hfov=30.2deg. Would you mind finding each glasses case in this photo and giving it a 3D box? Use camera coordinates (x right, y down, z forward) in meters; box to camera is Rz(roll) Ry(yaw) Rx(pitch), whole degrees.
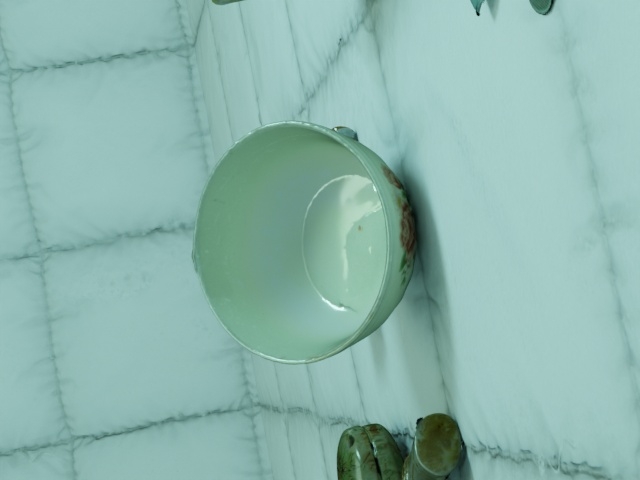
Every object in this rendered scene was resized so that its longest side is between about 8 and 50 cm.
[{"bbox_3d":[0.095,0.456,1.578,0.156,0.098,0.425,143,117,-84],"label":"glasses case"}]

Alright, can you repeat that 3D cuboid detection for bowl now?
[{"bbox_3d":[0.000,0.000,1.376,0.277,0.145,0.277,2,94,37],"label":"bowl"}]

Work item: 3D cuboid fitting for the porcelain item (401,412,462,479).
[{"bbox_3d":[0.122,0.277,1.381,0.213,0.054,0.084,96,180,-57],"label":"porcelain item"}]

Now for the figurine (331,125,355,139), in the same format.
[{"bbox_3d":[0.020,-0.051,1.524,0.147,0.094,0.197,113,147,-61],"label":"figurine"}]

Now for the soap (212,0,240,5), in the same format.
[{"bbox_3d":[-0.034,-0.376,1.234,0.315,0.199,0.091,108,146,-67],"label":"soap"}]

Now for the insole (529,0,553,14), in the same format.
[{"bbox_3d":[0.156,-0.268,0.827,0.080,0.003,0.232,-114,17,-53],"label":"insole"}]

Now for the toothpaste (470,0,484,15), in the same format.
[{"bbox_3d":[0.105,-0.285,1.012,0.056,0.036,0.205,101,153,-58],"label":"toothpaste"}]
